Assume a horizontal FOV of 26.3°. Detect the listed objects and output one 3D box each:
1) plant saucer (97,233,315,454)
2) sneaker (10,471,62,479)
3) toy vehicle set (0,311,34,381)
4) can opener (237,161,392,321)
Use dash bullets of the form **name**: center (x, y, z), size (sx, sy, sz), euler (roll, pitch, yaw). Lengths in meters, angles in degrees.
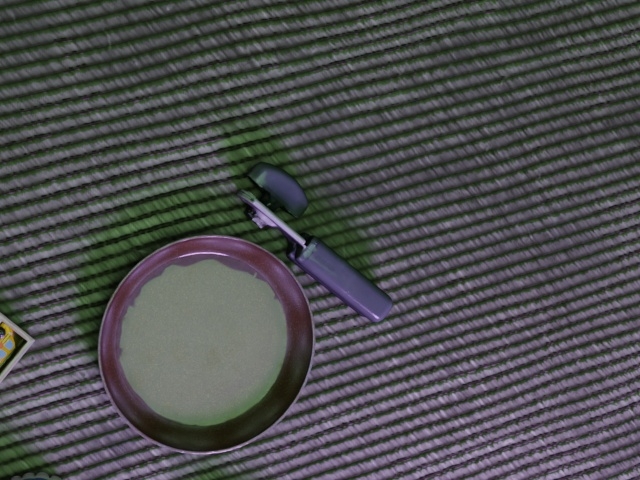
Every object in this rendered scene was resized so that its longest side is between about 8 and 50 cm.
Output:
- **plant saucer**: center (-0.161, 0.143, 1.923), size (0.311, 0.050, 0.310), euler (-2, 96, -19)
- **sneaker**: center (-0.478, 0.397, 1.791), size (0.330, 0.147, 0.129), euler (-17, 102, -16)
- **toy vehicle set**: center (-0.527, 0.182, 1.807), size (0.166, 0.035, 0.267), euler (41, 82, -18)
- **can opener**: center (0.000, 0.000, 1.948), size (0.283, 0.076, 0.095), euler (39, 84, -20)
